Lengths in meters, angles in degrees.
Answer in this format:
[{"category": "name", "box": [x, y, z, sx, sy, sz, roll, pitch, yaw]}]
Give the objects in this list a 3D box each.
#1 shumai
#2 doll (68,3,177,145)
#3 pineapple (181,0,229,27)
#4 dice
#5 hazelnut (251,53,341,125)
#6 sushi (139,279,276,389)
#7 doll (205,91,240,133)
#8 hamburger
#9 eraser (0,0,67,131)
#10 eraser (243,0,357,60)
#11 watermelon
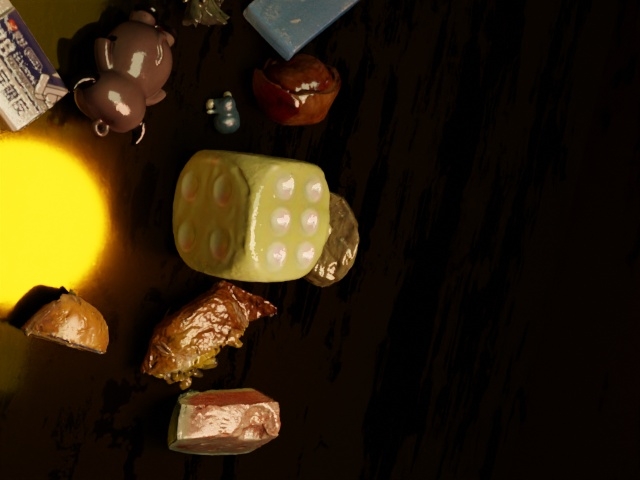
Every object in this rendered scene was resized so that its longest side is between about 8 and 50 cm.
[{"category": "shumai", "box": [-0.001, -0.001, 1.734, 0.189, 0.256, 0.218, -29, 157, -4]}, {"category": "doll", "box": [-0.352, -0.300, 1.309, 0.182, 0.117, 0.257, 41, 69, -47]}, {"category": "pineapple", "box": [-0.231, -0.564, 1.374, 0.170, 0.141, 0.310, -63, 153, -54]}, {"category": "dice", "box": [-0.143, -0.057, 1.517, 0.254, 0.249, 0.252, -4, 104, -49]}, {"category": "hazelnut", "box": [-0.054, -0.334, 1.601, 0.201, 0.170, 0.161, -6, 104, -59]}, {"category": "sushi", "box": [-0.248, 0.205, 1.551, 0.296, 0.166, 0.179, -37, 104, -45]}, {"category": "doll", "box": [-0.205, -0.268, 1.544, 0.076, 0.050, 0.083, -29, 123, -36]}, {"category": "hamburger", "box": [-0.455, 0.149, 1.339, 0.176, 0.087, 0.102, 29, 80, -46]}, {"category": "eraser", "box": [-0.517, -0.295, 1.160, 0.124, 0.067, 0.210, -48, 132, -26]}, {"category": "eraser", "box": [-0.023, -0.540, 1.624, 0.144, 0.042, 0.312, 46, 60, -4]}, {"category": "watermelon", "box": [-0.209, 0.388, 1.606, 0.318, 0.226, 0.148, 36, 46, -59]}]
